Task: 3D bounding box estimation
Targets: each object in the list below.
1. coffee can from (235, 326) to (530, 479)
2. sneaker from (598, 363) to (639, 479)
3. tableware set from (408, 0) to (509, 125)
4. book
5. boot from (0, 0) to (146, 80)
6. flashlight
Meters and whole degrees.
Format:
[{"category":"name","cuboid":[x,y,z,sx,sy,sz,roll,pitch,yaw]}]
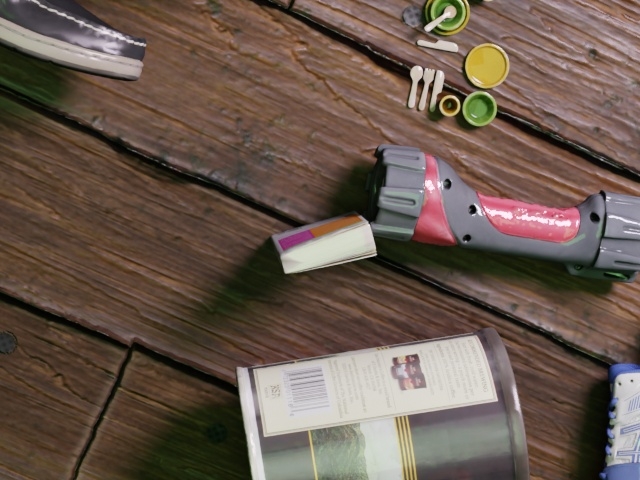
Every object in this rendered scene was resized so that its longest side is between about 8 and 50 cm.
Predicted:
[{"category":"coffee can","cuboid":[0.061,0.210,1.636,0.275,0.201,0.201,-8,99,-3]},{"category":"sneaker","cuboid":[0.354,0.201,1.725,0.131,0.112,0.296,36,92,8]},{"category":"tableware set","cuboid":[0.155,-0.203,1.672,0.104,0.024,0.154,11,97,-7]},{"category":"book","cuboid":[0.000,0.000,1.626,0.096,0.144,0.035,-16,100,-2]},{"category":"boot","cuboid":[-0.305,-0.343,1.545,0.377,0.138,0.284,25,92,0]},{"category":"flashlight","cuboid":[0.201,-0.033,1.666,0.304,0.103,0.103,7,68,-8]}]
